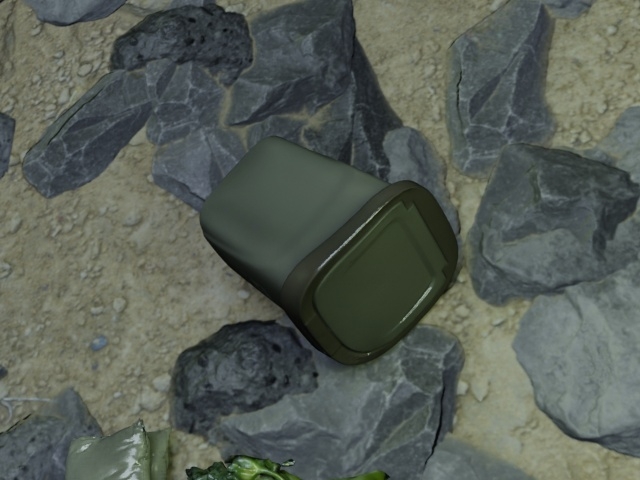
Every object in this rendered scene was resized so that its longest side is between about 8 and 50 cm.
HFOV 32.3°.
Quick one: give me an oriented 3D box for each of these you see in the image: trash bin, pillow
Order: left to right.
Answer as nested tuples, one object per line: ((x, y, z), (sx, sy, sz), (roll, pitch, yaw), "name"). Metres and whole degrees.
((-0.255, 0.322, 1.369), (0.134, 0.078, 0.181), (-12, 61, 16), "pillow")
((0.000, 0.000, 1.392), (0.250, 0.220, 0.219), (32, 73, 38), "trash bin")

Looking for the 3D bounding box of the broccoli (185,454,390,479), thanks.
((-0.032, 0.344, 1.235), (0.245, 0.248, 0.288), (-5, 40, -26), "broccoli")
